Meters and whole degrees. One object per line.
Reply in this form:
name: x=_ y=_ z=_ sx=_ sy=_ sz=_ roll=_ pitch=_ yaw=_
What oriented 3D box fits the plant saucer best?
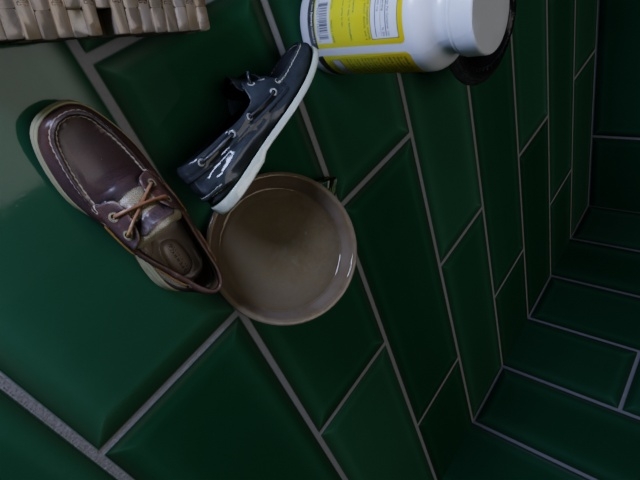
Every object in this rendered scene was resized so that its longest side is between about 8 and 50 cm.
plant saucer: x=-0.068 y=0.014 z=0.839 sx=0.278 sy=0.041 sz=0.277 roll=3 pitch=81 yaw=-18

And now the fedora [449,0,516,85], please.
fedora: x=0.347 y=-0.545 z=1.149 sx=0.334 sy=0.153 sz=0.333 roll=-18 pitch=116 yaw=-41

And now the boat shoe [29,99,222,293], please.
boat shoe: x=-0.245 y=-0.040 z=0.650 sx=0.123 sy=0.123 sz=0.341 roll=-48 pitch=134 yaw=-28

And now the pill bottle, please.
pill bottle: x=0.141 y=-0.395 z=0.818 sx=0.188 sy=0.334 sz=0.187 roll=-19 pitch=117 yaw=-45

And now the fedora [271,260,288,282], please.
fedora: x=-0.084 y=0.067 z=0.907 sx=0.194 sy=0.079 sz=0.194 roll=-18 pitch=115 yaw=-45

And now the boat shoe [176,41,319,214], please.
boat shoe: x=-0.118 y=-0.212 z=0.751 sx=0.113 sy=0.127 sz=0.340 roll=35 pitch=77 yaw=-25

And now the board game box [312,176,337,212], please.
board game box: x=0.000 y=0.000 z=0.979 sx=0.136 sy=0.030 sz=0.259 roll=-38 pitch=134 yaw=-69

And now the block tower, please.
block tower: x=-0.288 y=-0.287 z=0.548 sx=0.336 sy=0.091 sz=0.097 roll=-30 pitch=122 yaw=-41
